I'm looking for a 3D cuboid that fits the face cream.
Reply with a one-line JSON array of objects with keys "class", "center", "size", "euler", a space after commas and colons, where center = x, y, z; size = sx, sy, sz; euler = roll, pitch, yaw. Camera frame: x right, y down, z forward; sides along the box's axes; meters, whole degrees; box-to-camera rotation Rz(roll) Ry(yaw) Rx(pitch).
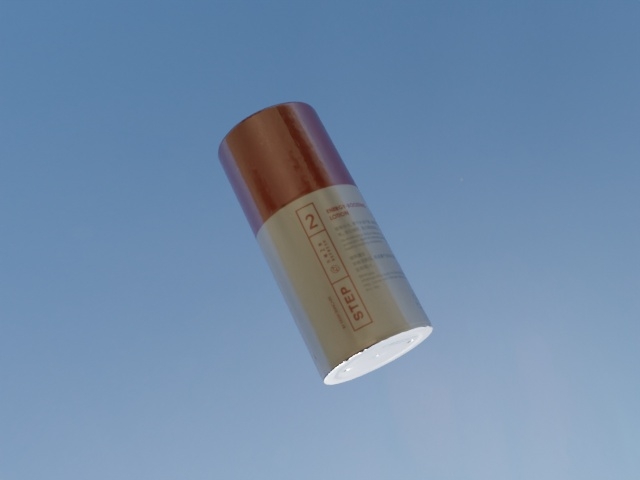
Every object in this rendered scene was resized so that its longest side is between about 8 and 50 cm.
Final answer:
[{"class": "face cream", "center": [0.000, 0.000, 0.728], "size": [0.095, 0.096, 0.214], "euler": [-30, -109, 10]}]
